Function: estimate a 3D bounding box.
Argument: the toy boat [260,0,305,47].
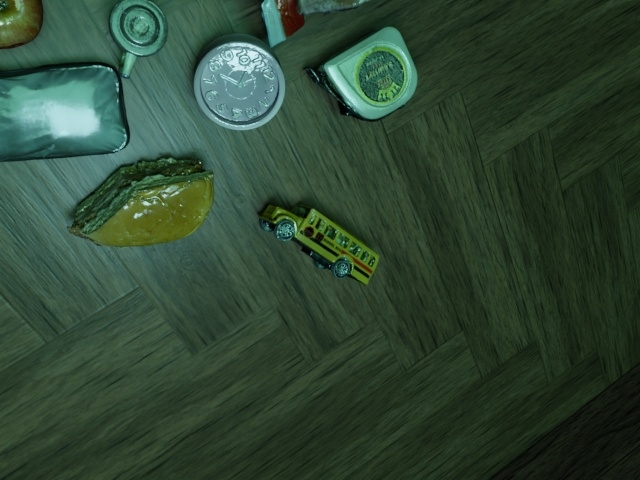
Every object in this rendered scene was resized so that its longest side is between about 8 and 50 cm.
[{"bbox_3d":[-0.137,-0.575,1.100,0.133,0.145,0.332,-16,116,9],"label":"toy boat"}]

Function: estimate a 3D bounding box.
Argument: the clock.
[{"bbox_3d":[-0.178,-0.347,1.170,0.197,0.068,0.197,-6,126,-8],"label":"clock"}]

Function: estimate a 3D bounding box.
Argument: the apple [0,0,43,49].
[{"bbox_3d":[-0.581,-0.425,0.960,0.146,0.131,0.146,-9,111,-24],"label":"apple"}]

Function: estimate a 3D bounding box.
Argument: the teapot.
[{"bbox_3d":[-0.368,-0.409,1.075,0.111,0.108,0.149,-14,110,-21],"label":"teapot"}]

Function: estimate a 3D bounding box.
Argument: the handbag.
[{"bbox_3d":[-0.565,-0.255,1.072,0.332,0.075,0.192,-11,117,-23],"label":"handbag"}]

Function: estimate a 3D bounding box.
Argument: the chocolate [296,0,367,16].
[{"bbox_3d":[0.069,-0.561,1.102,0.303,0.185,0.100,-49,130,-39],"label":"chocolate"}]

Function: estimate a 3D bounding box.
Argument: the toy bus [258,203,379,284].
[{"bbox_3d":[0.000,0.000,1.390,0.335,0.121,0.123,35,84,-30],"label":"toy bus"}]

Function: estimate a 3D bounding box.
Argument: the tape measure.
[{"bbox_3d":[0.107,-0.384,1.295,0.235,0.115,0.207,-32,114,-5],"label":"tape measure"}]

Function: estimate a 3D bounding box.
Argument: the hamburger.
[{"bbox_3d":[-0.376,-0.080,1.178,0.245,0.155,0.282,32,100,-37],"label":"hamburger"}]
